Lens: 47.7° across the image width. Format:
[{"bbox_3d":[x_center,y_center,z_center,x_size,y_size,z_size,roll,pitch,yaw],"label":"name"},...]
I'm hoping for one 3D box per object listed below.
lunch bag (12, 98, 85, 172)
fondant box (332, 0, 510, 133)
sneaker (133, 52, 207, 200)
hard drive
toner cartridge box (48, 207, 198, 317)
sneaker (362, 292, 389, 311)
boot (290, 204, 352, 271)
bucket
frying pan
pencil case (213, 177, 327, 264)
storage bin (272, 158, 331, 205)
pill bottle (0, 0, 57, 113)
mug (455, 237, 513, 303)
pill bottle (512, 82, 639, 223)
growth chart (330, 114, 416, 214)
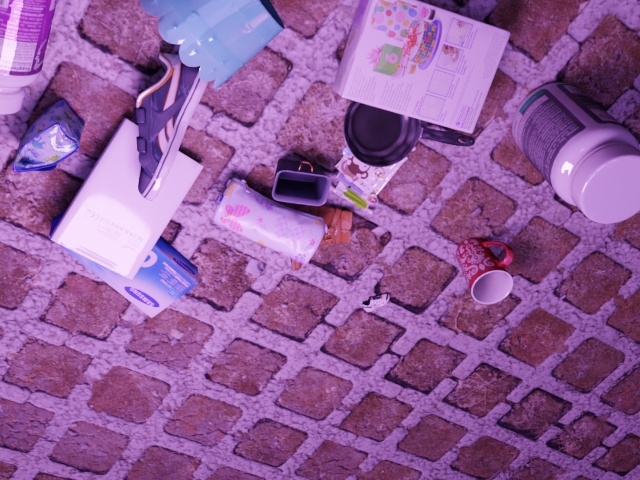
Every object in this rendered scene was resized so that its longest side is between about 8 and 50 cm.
[{"bbox_3d":[-0.598,-0.216,1.575,0.151,0.128,0.096,-28,124,8],"label":"lunch bag"},{"bbox_3d":[0.222,-0.397,1.606,0.331,0.096,0.238,12,110,-19],"label":"fondant box"},{"bbox_3d":[-0.354,-0.252,1.576,0.128,0.126,0.321,22,92,-18],"label":"sneaker"},{"bbox_3d":[-0.444,-0.092,1.673,0.210,0.040,0.318,32,91,-28],"label":"hard drive"},{"bbox_3d":[-0.481,0.032,1.801,0.165,0.075,0.348,-35,123,14],"label":"toner cartridge box"},{"bbox_3d":[0.156,0.171,2.048,0.083,0.032,0.037,-33,124,12],"label":"sneaker"},{"bbox_3d":[0.000,0.000,1.873,0.153,0.073,0.197,3,123,-12],"label":"boot"},{"bbox_3d":[-0.211,-0.458,1.403,0.183,0.281,0.281,-33,124,10],"label":"bucket"},{"bbox_3d":[0.203,-0.288,1.719,0.326,0.053,0.197,-16,110,-14],"label":"frying pan"},{"bbox_3d":[-0.124,-0.046,1.756,0.273,0.113,0.124,26,83,-6],"label":"pencil case"},{"bbox_3d":[-0.050,-0.153,1.748,0.135,0.091,0.098,6,123,-16],"label":"storage bin"},{"bbox_3d":[-0.620,-0.407,1.414,0.169,0.169,0.301,15,121,-20],"label":"pill bottle"},{"bbox_3d":[0.450,0.067,1.949,0.150,0.169,0.113,-30,124,10],"label":"mug"},{"bbox_3d":[0.600,-0.206,1.672,0.204,0.361,0.204,-5,125,-7],"label":"pill bottle"},{"bbox_3d":[0.122,-0.188,1.801,0.172,0.021,0.237,24,116,-23],"label":"growth chart"}]
